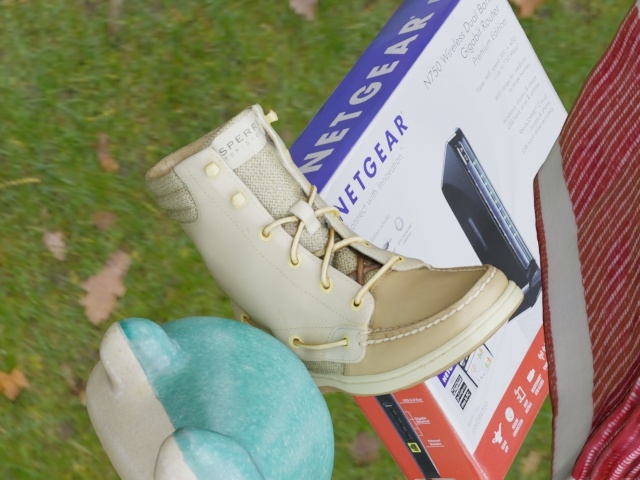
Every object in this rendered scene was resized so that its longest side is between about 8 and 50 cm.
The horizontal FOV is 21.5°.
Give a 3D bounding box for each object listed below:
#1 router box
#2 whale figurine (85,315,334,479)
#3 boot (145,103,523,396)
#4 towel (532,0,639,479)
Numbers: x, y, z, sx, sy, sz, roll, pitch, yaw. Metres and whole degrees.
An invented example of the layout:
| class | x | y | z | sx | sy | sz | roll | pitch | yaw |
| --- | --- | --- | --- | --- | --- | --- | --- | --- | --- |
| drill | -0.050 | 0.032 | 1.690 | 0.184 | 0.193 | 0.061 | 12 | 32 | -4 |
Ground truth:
| class | x | y | z | sx | sy | sz | roll | pitch | yaw |
| --- | --- | --- | --- | --- | --- | --- | --- | --- | --- |
| router box | 0.109 | -0.010 | 1.399 | 0.301 | 0.082 | 0.335 | 57 | 46 | -25 |
| whale figurine | -0.055 | 0.132 | 1.065 | 0.141 | 0.272 | 0.216 | -30 | 96 | -7 |
| boot | 0.000 | 0.000 | 1.145 | 0.095 | 0.262 | 0.203 | -39 | 105 | -34 |
| towel | 0.160 | -0.064 | 0.645 | 0.037 | 0.237 | 0.329 | 17 | 132 | -12 |
